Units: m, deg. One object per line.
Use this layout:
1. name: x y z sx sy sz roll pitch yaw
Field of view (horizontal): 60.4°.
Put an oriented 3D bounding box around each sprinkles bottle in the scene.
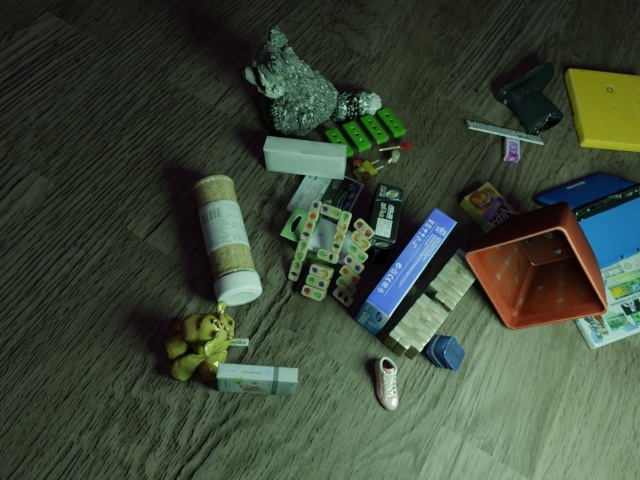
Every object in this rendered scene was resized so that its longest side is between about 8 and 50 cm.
1. sprinkles bottle: -0.256 -0.005 1.492 0.121 0.121 0.355 -12 65 -13

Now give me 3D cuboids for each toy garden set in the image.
1. toy garden set: 0.164 -0.298 1.743 0.244 0.049 0.203 -24 67 -19

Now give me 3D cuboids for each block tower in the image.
1. block tower: 0.309 0.175 1.494 0.091 0.097 0.335 39 67 12

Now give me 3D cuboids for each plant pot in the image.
1. plant pot: 0.595 0.047 1.479 0.267 0.267 0.235 56 43 -14

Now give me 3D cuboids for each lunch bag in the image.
1. lunch bag: 0.326 0.293 1.439 0.098 0.065 0.067 53 59 -30

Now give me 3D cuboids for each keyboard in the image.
1. keyboard: 0.612 -0.360 1.832 0.256 0.014 0.072 12 27 -1

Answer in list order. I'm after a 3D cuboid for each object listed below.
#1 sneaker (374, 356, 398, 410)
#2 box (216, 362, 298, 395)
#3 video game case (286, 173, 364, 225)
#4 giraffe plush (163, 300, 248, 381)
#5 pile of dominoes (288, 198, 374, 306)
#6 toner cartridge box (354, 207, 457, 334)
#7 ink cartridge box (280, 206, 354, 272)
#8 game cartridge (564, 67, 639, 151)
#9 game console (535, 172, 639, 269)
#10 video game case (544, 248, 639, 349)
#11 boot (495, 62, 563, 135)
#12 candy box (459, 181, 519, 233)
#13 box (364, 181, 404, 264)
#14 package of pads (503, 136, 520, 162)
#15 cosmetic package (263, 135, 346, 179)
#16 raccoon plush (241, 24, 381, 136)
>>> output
1. sneaker: 0.170 0.358 1.393 0.051 0.070 0.134 -5 65 -12
2. box: -0.152 0.335 1.319 0.186 0.145 0.038 6 61 -5
3. video game case: 0.017 -0.130 1.650 0.173 0.022 0.190 25 62 6
4. giraffe plush: -0.279 0.236 1.338 0.210 0.170 0.181 -13 65 -14
5. pile of dominoes: 0.025 0.038 1.467 0.196 0.040 0.251 20 101 15
6. toner cartridge box: 0.231 0.083 1.489 0.075 0.165 0.348 35 65 11
7. ink cartridge box: 0.000 0.000 1.557 0.209 0.062 0.109 25 63 6
8. game cartridge: 1.025 -0.459 1.942 0.286 0.052 0.323 4 65 -5
9. game console: 0.860 -0.069 1.701 0.293 0.173 0.250 -19 26 -18
10. video game case: 0.856 0.133 1.620 0.329 0.036 0.299 -14 66 -15
11. boot: 0.756 -0.481 1.885 0.247 0.094 0.207 -30 67 -13
12. candy box: 0.528 -0.078 1.675 0.109 0.053 0.186 -32 73 -22
13. box: 0.172 -0.047 1.557 0.078 0.147 0.180 14 61 0
14. package of pads: 0.629 -0.300 1.813 0.050 0.032 0.083 10 62 1
15. cosmetic package: -0.044 -0.247 1.638 0.239 0.099 0.060 8 60 6
16. raccoon plush: -0.015 -0.507 1.682 0.447 0.299 0.216 -17 66 -16
